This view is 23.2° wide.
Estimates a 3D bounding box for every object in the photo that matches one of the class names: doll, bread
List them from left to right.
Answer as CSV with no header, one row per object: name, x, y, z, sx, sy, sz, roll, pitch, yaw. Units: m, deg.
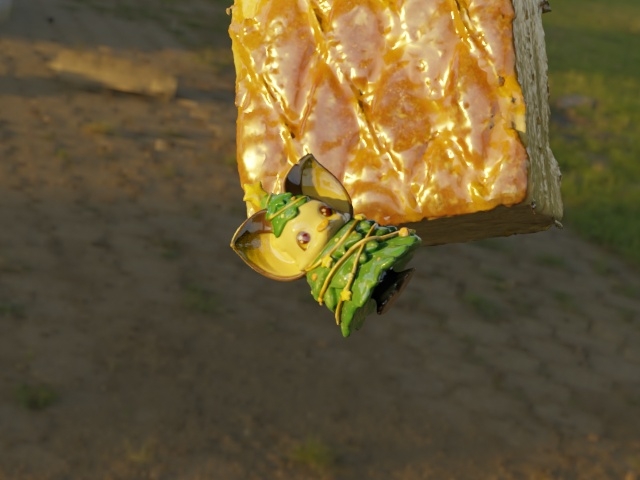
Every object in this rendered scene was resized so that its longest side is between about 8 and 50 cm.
doll,0.004,0.006,0.940,0.113,0.078,0.076,30,-20,26
bread,0.074,-0.132,1.497,0.279,0.279,0.207,-5,-6,17
